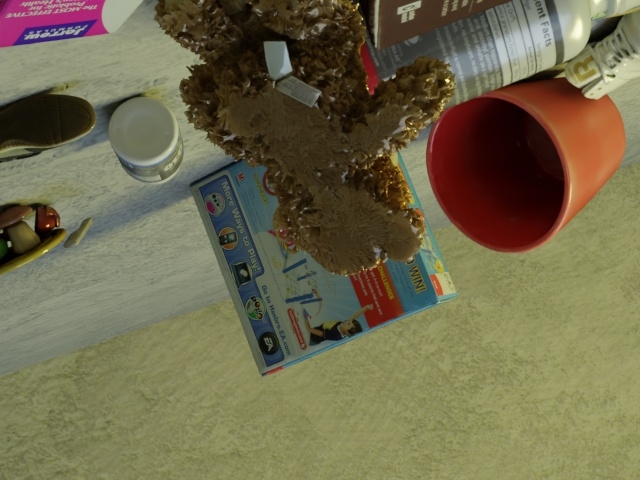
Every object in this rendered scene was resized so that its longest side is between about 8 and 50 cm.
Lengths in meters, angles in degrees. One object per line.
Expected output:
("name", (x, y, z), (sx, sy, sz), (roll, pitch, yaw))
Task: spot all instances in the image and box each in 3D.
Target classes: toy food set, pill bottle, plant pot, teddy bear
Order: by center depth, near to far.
("teddy bear", (-0.013, -0.130, 1.055), (0.245, 0.338, 0.113), (-30, -157, 32))
("pill bottle", (0.145, -0.229, 1.173), (0.319, 0.176, 0.176), (-22, 171, 3))
("pill bottle", (-0.196, -0.109, 1.419), (0.078, 0.078, 0.137), (-20, 172, -5))
("toy food set", (-0.410, -0.006, 1.627), (0.218, 0.071, 0.128), (-21, -164, 14))
("plant pot", (0.349, -0.144, 2.013), (0.243, 0.275, 0.275), (-27, 178, -42))

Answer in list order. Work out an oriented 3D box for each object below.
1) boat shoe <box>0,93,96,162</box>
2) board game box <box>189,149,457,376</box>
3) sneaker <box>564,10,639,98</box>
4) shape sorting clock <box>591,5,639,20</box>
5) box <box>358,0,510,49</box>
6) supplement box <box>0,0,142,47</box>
("boat shoe", (-0.302, -0.112, 1.259), (0.152, 0.056, 0.049), (-11, 176, -3))
("board game box", (0.000, 0.000, 1.805), (0.302, 0.308, 0.086), (-24, 172, 23))
("sneaker", (0.447, -0.274, 1.852), (0.169, 0.108, 0.292), (-27, 172, 13))
("shape sorting clock", (0.422, -0.341, 1.593), (0.206, 0.040, 0.206), (-17, 171, -3))
("box", (0.178, -0.293, 0.827), (0.382, 0.191, 0.143), (-20, 172, 0))
("supplement box", (-0.147, -0.218, 0.762), (0.111, 0.113, 0.220), (-16, 172, -36))
